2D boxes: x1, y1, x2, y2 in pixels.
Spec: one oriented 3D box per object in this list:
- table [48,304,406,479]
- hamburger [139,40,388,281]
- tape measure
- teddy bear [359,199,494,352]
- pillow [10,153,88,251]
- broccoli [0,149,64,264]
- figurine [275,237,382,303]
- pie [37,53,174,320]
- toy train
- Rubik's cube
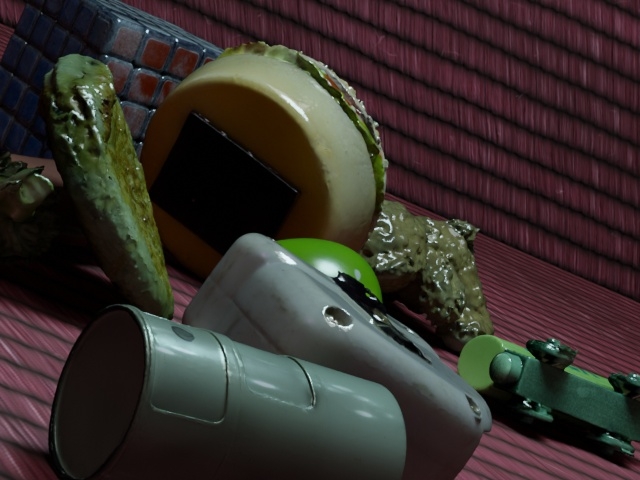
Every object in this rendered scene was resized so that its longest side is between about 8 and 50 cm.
[{"bbox_3d":[-0.063,0.133,1.189,0.220,0.126,0.126,20,9,-32],"label":"table"},{"bbox_3d":[-0.060,-0.080,1.962,0.300,0.300,0.176,27,25,16],"label":"hamburger"},{"bbox_3d":[0.026,0.112,1.447,0.258,0.130,0.265,36,2,-33],"label":"tape measure"},{"bbox_3d":[0.099,0.027,2.220,0.256,0.156,0.267,14,15,-45],"label":"teddy bear"},{"bbox_3d":[-0.280,-0.037,1.799,0.171,0.075,0.179,36,16,32],"label":"pillow"},{"bbox_3d":[-0.283,-0.033,1.534,0.122,0.118,0.204,29,-14,-16],"label":"broccoli"},{"bbox_3d":[-0.026,0.067,1.698,0.162,0.143,0.263,7,1,-12],"label":"figurine"},{"bbox_3d":[-0.206,-0.047,1.630,0.078,0.277,0.277,-15,12,-1],"label":"pie"},{"bbox_3d":[0.276,0.176,2.007,0.253,0.105,0.157,21,-4,-32],"label":"toy train"},{"bbox_3d":[-0.265,-0.181,2.184,0.238,0.237,0.237,18,12,-42],"label":"Rubik's cube"}]
